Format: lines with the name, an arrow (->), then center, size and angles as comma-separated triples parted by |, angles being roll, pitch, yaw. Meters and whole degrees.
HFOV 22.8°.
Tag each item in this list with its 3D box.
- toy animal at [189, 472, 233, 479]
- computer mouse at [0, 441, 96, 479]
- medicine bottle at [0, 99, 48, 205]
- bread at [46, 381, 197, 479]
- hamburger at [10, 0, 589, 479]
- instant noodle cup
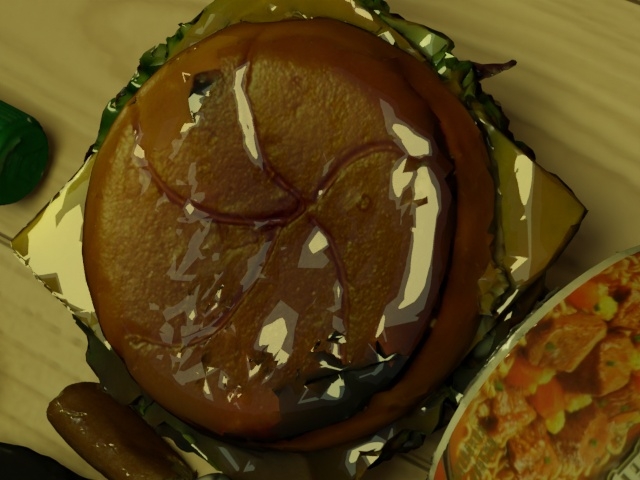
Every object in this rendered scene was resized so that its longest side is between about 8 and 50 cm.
toy animal -> -0.020, 0.233, 0.679 | 0.187, 0.235, 0.165 | 14, 43, 36
computer mouse -> -0.223, 0.244, 0.825 | 0.183, 0.116, 0.323 | 44, 100, 19
medicine bottle -> -0.289, -0.098, 0.927 | 0.309, 0.076, 0.111 | 25, 95, 26
bread -> -0.103, 0.110, 0.825 | 0.083, 0.047, 0.036 | 39, 101, 25
hamburger -> 0.000, 0.000, 0.742 | 0.243, 0.139, 0.261 | -47, 71, 15
instant noodle cup -> 0.154, 0.112, 0.629 | 0.174, 0.213, 0.213 | 43, 101, 32
